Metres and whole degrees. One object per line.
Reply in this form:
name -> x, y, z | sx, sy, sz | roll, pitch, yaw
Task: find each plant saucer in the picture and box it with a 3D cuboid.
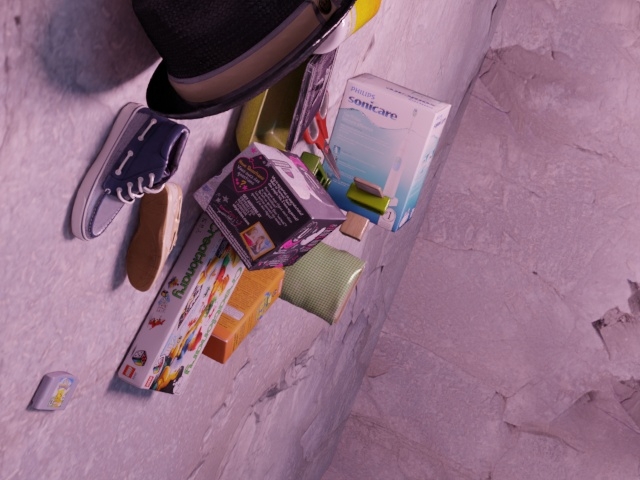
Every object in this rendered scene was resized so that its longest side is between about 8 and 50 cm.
plant saucer -> -0.080, -0.240, 1.424 | 0.188, 0.045, 0.188 | -26, 138, -68

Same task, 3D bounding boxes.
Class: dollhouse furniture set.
dollhouse furniture set -> 0.000, 0.000, 1.770 | 0.301, 0.197, 0.151 | -64, 166, -7

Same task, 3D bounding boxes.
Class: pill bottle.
pill bottle -> 0.031, -0.404, 1.410 | 0.215, 0.117, 0.117 | -49, 158, -46

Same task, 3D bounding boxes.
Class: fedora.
fedora -> -0.105, -0.299, 0.970 | 0.152, 0.334, 0.334 | 52, 57, -35

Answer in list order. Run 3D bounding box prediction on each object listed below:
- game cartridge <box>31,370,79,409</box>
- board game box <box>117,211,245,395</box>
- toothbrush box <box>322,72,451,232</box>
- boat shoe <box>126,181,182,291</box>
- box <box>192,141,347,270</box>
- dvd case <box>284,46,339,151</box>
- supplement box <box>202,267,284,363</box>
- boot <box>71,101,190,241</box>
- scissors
game cartridge -> -0.372, 0.212, 1.182 | 0.083, 0.017, 0.056 | 46, 65, -74
board game box -> -0.227, 0.117, 1.456 | 0.305, 0.053, 0.193 | -64, 165, -8
toothbrush box -> 0.137, -0.201, 1.897 | 0.126, 0.216, 0.295 | -38, 147, -60
boat shoe -> -0.235, -0.006, 1.221 | 0.059, 0.063, 0.170 | -20, 132, -62
box -> -0.076, -0.057, 1.408 | 0.142, 0.163, 0.247 | -39, 172, 11
dvd case -> -0.010, -0.273, 1.478 | 0.221, 0.018, 0.164 | -63, 172, -56
supplement box -> -0.160, 0.134, 1.666 | 0.233, 0.080, 0.078 | -54, 163, -44
boot -> -0.239, -0.076, 1.054 | 0.190, 0.086, 0.069 | -66, 165, 1
scissors -> 0.001, -0.194, 1.749 | 0.297, 0.021, 0.109 | 80, 32, -52
